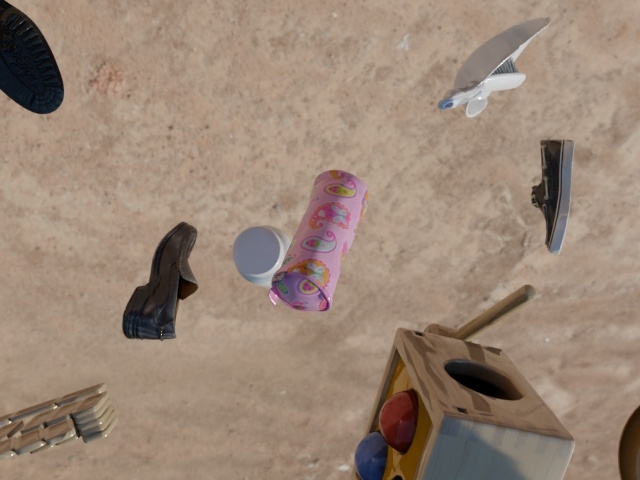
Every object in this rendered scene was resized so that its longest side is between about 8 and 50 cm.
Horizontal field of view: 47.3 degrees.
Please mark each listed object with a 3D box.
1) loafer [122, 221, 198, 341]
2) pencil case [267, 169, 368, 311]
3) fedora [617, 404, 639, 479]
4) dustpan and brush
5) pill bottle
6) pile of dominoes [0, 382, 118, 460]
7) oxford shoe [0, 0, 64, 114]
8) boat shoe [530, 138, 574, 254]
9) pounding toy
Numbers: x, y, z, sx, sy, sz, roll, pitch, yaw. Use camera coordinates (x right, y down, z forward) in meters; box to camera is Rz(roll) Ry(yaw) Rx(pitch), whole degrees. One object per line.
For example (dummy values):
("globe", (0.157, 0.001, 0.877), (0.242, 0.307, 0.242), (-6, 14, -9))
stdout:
("loafer", (-0.173, 0.050, 0.863), (0.061, 0.170, 0.062), (12, 143, 6))
("pencil case", (0.000, 0.000, 1.341), (0.124, 0.284, 0.124), (14, 143, 11))
("fedora", (0.447, 0.269, 0.861), (0.195, 0.194, 0.079), (-11, 160, -21))
("dustpan and brush", (0.198, -0.195, 0.892), (0.211, 0.060, 0.147), (-17, 153, -39))
("pill bottle", (-0.117, 0.036, 1.587), (0.131, 0.131, 0.229), (-29, 170, 2))
("pile of dominoes", (-0.359, 0.235, 0.815), (0.251, 0.040, 0.196), (-19, -174, -1))
("oxford shoe", (-0.395, -0.249, 0.915), (0.083, 0.227, 0.096), (-37, 180, -12))
("boat shoe", (0.428, -0.082, 1.361), (0.070, 0.219, 0.078), (5, 168, 16))
("pounding toy", (0.080, 0.107, 0.505), (0.094, 0.206, 0.180), (13, 104, -9))
